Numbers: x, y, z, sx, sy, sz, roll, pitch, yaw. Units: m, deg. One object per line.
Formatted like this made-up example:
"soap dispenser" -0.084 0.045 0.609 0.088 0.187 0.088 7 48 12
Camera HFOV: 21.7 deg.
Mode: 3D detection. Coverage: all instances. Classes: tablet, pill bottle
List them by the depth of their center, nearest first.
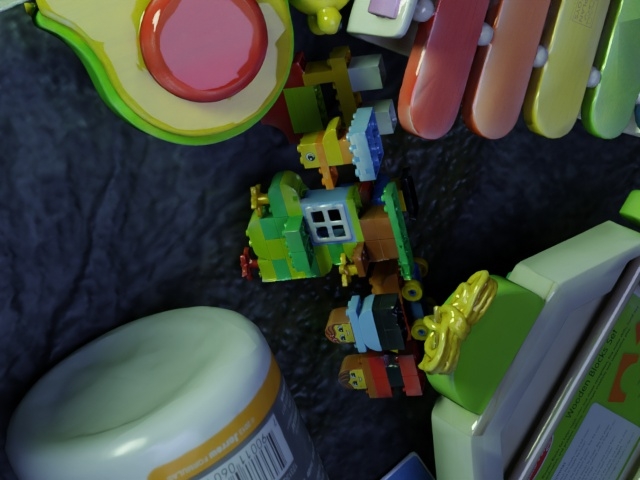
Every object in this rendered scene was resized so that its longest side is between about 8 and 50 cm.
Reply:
"pill bottle" -0.059 0.192 0.989 0.162 0.162 0.278 -30 114 -16
"tablet" 0.045 0.186 1.123 0.083 0.006 0.054 -40 116 -11

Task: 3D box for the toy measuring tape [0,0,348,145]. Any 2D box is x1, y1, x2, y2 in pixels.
"toy measuring tape" -0.131 -0.091 0.917 0.330 0.121 0.121 -18 110 -13

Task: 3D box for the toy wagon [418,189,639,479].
"toy wagon" 0.168 0.099 1.083 0.344 0.068 0.267 31 87 -41

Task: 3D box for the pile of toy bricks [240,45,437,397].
"pile of toy bricks" 0.000 0.000 1.015 0.105 0.118 0.212 -5 122 16

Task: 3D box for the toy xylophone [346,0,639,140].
"toy xylophone" 0.144 -0.173 1.009 0.322 0.081 0.236 3 101 -41
